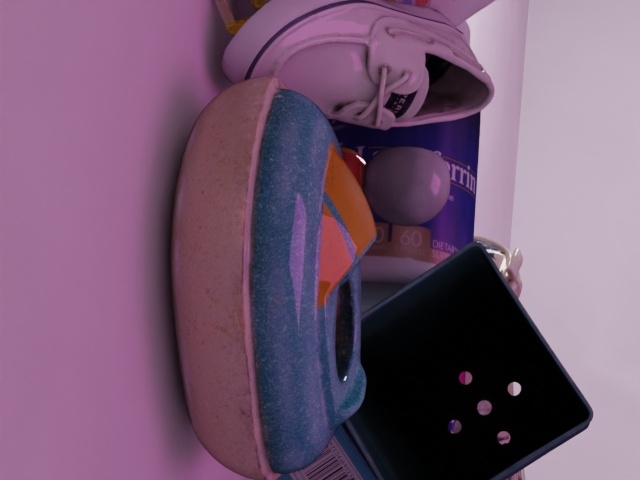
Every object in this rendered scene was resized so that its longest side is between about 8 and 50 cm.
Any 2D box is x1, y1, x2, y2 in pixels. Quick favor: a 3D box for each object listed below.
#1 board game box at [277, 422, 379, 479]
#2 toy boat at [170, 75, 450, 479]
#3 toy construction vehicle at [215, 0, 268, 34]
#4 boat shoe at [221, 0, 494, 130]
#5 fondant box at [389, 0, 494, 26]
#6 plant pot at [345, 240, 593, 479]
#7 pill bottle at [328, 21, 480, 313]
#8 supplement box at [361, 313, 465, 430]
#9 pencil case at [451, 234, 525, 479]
[{"bbox_3d":[0.081,0.252,1.231,0.253,0.079,0.336,56,10,6],"label":"board game box"},{"bbox_3d":[0.000,0.000,0.956,0.318,0.148,0.267,-60,150,-64],"label":"toy boat"},{"bbox_3d":[-0.056,-0.202,0.951,0.086,0.035,0.098,-88,177,-61],"label":"toy construction vehicle"},{"bbox_3d":[0.039,-0.123,1.015,0.268,0.088,0.096,-2,133,-56],"label":"boat shoe"},{"bbox_3d":[0.071,-0.292,1.025,0.096,0.238,0.330,49,-13,30],"label":"fondant box"},{"bbox_3d":[0.123,0.131,1.157,0.165,0.165,0.234,58,6,16],"label":"plant pot"},{"bbox_3d":[0.067,-0.074,1.239,0.153,0.153,0.264,55,38,-70],"label":"pill bottle"},{"bbox_3d":[0.102,0.091,1.526,0.111,0.114,0.220,-31,120,-74],"label":"supplement box"},{"bbox_3d":[0.177,0.195,1.718,0.160,0.184,0.410,-70,158,-61],"label":"pencil case"}]
